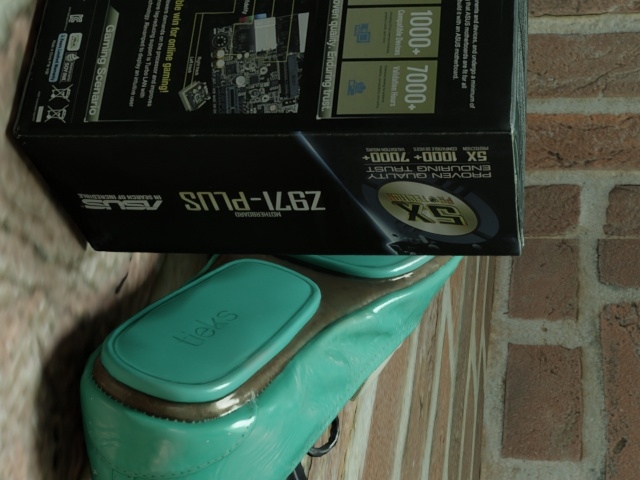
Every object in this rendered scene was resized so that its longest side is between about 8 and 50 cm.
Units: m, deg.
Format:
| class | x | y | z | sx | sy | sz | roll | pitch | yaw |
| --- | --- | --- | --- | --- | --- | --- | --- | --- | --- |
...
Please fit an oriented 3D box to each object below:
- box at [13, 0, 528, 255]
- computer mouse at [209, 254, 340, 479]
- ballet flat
| class | x | y | z | sx | sy | sz | roll | pitch | yaw |
| --- | --- | --- | --- | --- | --- | --- | --- | --- | --- |
| box | -0.004 | -0.090 | 0.436 | 0.077 | 0.147 | 0.180 | 70 | 22 | -60 |
| computer mouse | 0.000 | 0.000 | 0.704 | 0.272 | 0.072 | 0.188 | -49 | 142 | -56 |
| ballet flat | -0.012 | 0.036 | 0.508 | 0.247 | 0.083 | 0.087 | -38 | 145 | -54 |
